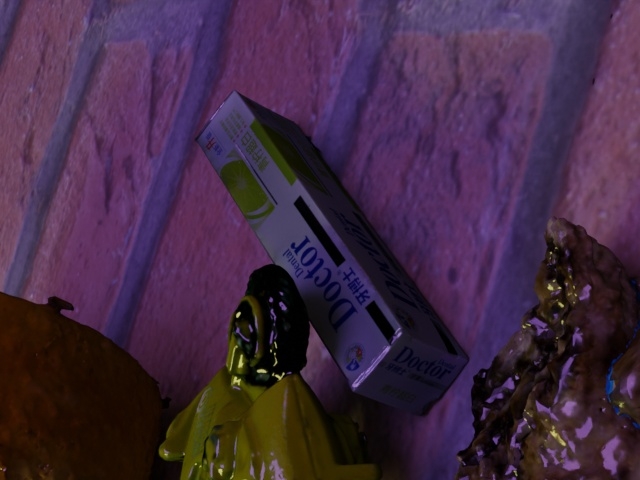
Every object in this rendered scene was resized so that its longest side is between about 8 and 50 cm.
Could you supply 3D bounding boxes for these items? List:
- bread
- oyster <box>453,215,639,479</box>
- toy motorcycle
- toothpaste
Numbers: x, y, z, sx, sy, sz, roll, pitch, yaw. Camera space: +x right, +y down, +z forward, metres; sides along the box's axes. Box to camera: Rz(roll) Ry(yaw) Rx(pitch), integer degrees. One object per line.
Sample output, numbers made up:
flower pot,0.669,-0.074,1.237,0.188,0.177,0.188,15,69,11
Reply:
bread,-0.335,0.184,1.173,0.398,0.398,0.215,-14,52,46
oyster,0.165,0.122,0.823,0.223,0.083,0.214,43,111,42
toy motorcycle,-0.029,0.201,0.941,0.206,0.142,0.342,106,153,-58
toothpaste,0.000,0.000,1.065,0.067,0.081,0.336,-52,42,16
